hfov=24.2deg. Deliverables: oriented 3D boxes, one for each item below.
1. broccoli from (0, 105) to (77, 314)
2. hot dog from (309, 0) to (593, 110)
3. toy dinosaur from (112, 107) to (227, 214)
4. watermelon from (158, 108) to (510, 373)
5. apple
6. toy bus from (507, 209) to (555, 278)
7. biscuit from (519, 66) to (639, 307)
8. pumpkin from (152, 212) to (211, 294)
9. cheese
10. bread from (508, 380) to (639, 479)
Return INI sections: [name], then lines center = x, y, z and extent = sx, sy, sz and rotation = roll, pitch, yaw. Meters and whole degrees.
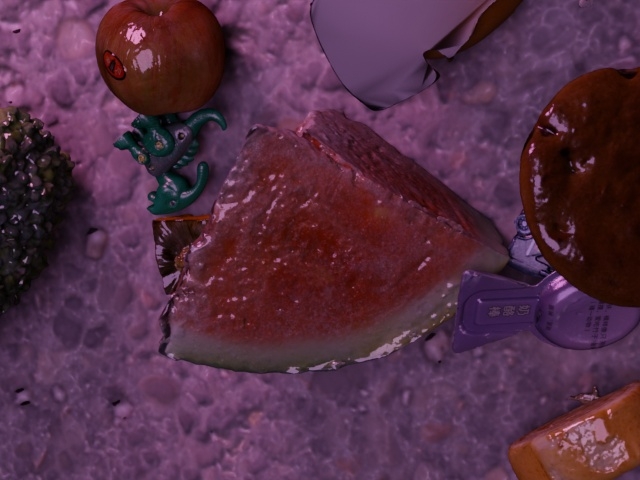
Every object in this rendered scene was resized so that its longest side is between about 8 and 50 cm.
[broccoli]
center = -0.436, 0.001, 1.468
extent = 0.318, 0.277, 0.338
rotation = 20, 97, 35
[hot dog]
center = 0.139, -0.263, 1.307
extent = 0.326, 0.107, 0.194
rotation = -31, 98, 12
[toy dinosaur]
center = -0.142, -0.087, 1.460
extent = 0.132, 0.059, 0.096
rotation = -40, 93, 29
[watermelon]
center = 0.000, 0.000, 1.346
extent = 0.310, 0.193, 0.231
rotation = -16, 94, 20
[apple]
center = -0.149, -0.175, 1.412
extent = 0.126, 0.126, 0.102
rotation = 6, 119, 18
[toy bus]
center = 0.223, -0.044, 1.340
extent = 0.065, 0.047, 0.165
rotation = 26, 106, 10
[biscuit]
center = 0.270, -0.046, 1.282
extent = 0.212, 0.036, 0.212
rotation = 0, 91, -10
[pumpkin]
center = -0.124, 0.015, 1.467
extent = 0.074, 0.054, 0.083
rotation = -5, 102, 24
[cheese]
center = 0.213, 0.058, 1.328
extent = 0.191, 0.042, 0.105
rotation = -2, 127, -10
[bread]
center = 0.236, 0.178, 1.332
extent = 0.149, 0.122, 0.073
rotation = -29, 85, 20
